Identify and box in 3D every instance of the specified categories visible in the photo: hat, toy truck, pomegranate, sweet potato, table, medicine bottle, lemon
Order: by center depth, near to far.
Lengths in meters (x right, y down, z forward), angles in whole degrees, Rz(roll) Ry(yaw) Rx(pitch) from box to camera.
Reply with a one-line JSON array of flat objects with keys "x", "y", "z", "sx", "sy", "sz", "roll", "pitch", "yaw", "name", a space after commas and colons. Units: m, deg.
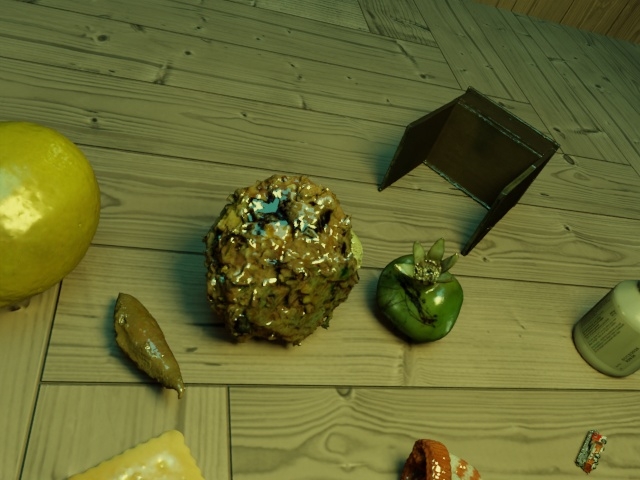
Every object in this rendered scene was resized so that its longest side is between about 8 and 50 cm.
[{"x": 0.193, "y": 0.347, "z": 0.762, "sx": 0.162, "sy": 0.093, "sz": 0.112, "roll": 21, "pitch": 54, "yaw": -10, "name": "hat"}, {"x": -0.430, "y": -0.039, "z": 0.773, "sx": 0.236, "sy": 0.236, "sz": 0.263, "roll": 36, "pitch": 58, "yaw": 13, "name": "lemon"}, {"x": -0.247, "y": 0.147, "z": 0.788, "sx": 0.206, "sy": 0.060, "sz": 0.068, "roll": 41, "pitch": 32, "yaw": 29, "name": "sweet potato"}, {"x": 0.446, "y": 0.343, "z": 0.916, "sx": 0.032, "sy": 0.024, "sz": 0.083, "roll": 17, "pitch": 38, "yaw": 38, "name": "toy truck"}, {"x": 0.171, "y": 0.083, "z": 0.936, "sx": 0.152, "sy": 0.191, "sz": 0.131, "roll": 34, "pitch": 61, "yaw": 14, "name": "pomegranate"}, {"x": 0.582, "y": 0.144, "z": 1.027, "sx": 0.135, "sy": 0.215, "sz": 0.135, "roll": 12, "pitch": 44, "yaw": -12, "name": "medicine bottle"}, {"x": 0.324, "y": -0.161, "z": 1.231, "sx": 0.250, "sy": 0.196, "sz": 0.282, "roll": 41, "pitch": 47, "yaw": 16, "name": "table"}]

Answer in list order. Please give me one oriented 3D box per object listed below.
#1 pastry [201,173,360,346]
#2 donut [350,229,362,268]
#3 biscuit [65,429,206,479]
[{"x": -0.048, "y": 0.036, "z": 0.844, "sx": 0.275, "sy": 0.275, "sz": 0.193, "roll": -20, "pitch": 32, "yaw": -36, "name": "pastry"}, {"x": -0.004, "y": -0.003, "z": 1.033, "sx": 0.166, "sy": 0.065, "sz": 0.108, "roll": 3, "pitch": 46, "yaw": -20, "name": "donut"}, {"x": -0.180, "y": 0.351, "z": 0.640, "sx": 0.160, "sy": 0.030, "sz": 0.250, "roll": -17, "pitch": 56, "yaw": -34, "name": "biscuit"}]
